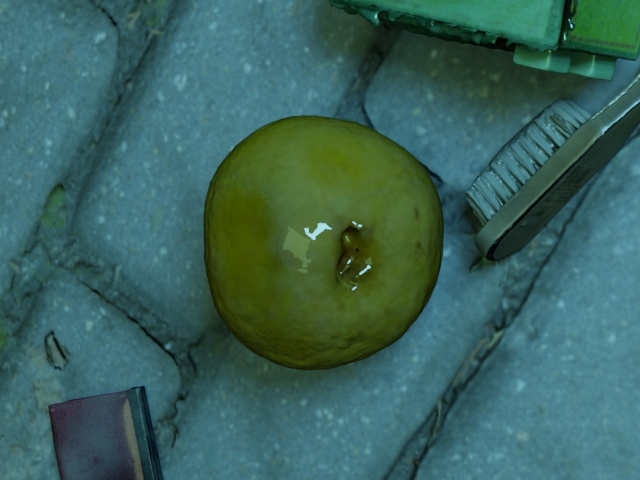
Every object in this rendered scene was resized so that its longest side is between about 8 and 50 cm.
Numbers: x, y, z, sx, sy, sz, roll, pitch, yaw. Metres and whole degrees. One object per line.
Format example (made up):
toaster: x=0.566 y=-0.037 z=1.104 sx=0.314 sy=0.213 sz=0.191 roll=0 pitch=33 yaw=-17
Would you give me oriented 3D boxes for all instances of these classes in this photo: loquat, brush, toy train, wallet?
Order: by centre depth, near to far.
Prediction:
toy train: x=0.136 y=-0.235 z=0.826 sx=0.271 sy=0.159 sz=0.188 roll=22 pitch=107 yaw=38
brush: x=0.230 y=-0.116 z=0.861 sx=0.327 sy=0.070 sz=0.065 roll=-47 pitch=65 yaw=19
loquat: x=0.000 y=0.000 z=0.898 sx=0.208 sy=0.208 sz=0.208 roll=2 pitch=94 yaw=25
wallet: x=-0.207 y=0.270 z=1.106 sx=0.119 sy=0.025 sz=0.232 roll=-13 pitch=87 yaw=25
